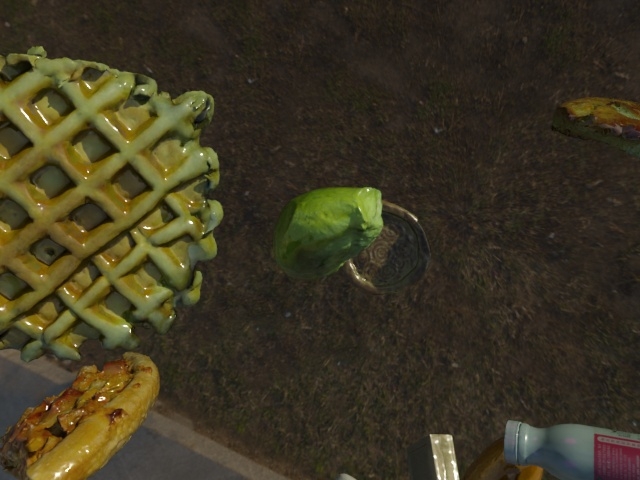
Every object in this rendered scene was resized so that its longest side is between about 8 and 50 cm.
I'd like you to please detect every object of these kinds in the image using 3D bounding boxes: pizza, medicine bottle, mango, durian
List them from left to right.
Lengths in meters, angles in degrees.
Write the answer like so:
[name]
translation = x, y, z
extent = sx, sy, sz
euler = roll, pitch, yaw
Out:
[pizza]
translation = -0.341, 0.242, 0.663
extent = 0.225, 0.335, 0.086
euler = -18, 102, 0
[durian]
translation = 0.000, 0.000, 0.706
extent = 0.139, 0.101, 0.250
euler = 22, 144, -19
[mango]
translation = 0.353, 0.439, 0.916
extent = 0.109, 0.147, 0.228
euler = -117, 37, -44
[medicine bottle]
translation = 0.399, 0.329, 0.735
extent = 0.216, 0.090, 0.091
euler = -1, 93, 31

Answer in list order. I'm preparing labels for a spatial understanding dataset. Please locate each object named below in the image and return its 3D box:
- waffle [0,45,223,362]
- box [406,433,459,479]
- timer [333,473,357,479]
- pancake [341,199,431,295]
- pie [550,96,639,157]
[waffle]
translation = -0.172, -0.015, 0.313
extent = 0.213, 0.054, 0.208
euler = 5, 106, -18
[box]
translation = 0.148, 0.307, 0.635
extent = 0.035, 0.083, 0.080
euler = 6, 55, -13
[timer]
translation = 0.121, 0.683, 1.200
extent = 0.233, 0.233, 0.240
euler = 45, 64, 10
[pancake]
translation = 0.158, 0.024, 1.242
extent = 0.249, 0.031, 0.250
euler = 1, 94, 12
[pie]
translation = 0.662, -0.246, 1.052
extent = 0.288, 0.354, 0.103
euler = 35, 128, 39
